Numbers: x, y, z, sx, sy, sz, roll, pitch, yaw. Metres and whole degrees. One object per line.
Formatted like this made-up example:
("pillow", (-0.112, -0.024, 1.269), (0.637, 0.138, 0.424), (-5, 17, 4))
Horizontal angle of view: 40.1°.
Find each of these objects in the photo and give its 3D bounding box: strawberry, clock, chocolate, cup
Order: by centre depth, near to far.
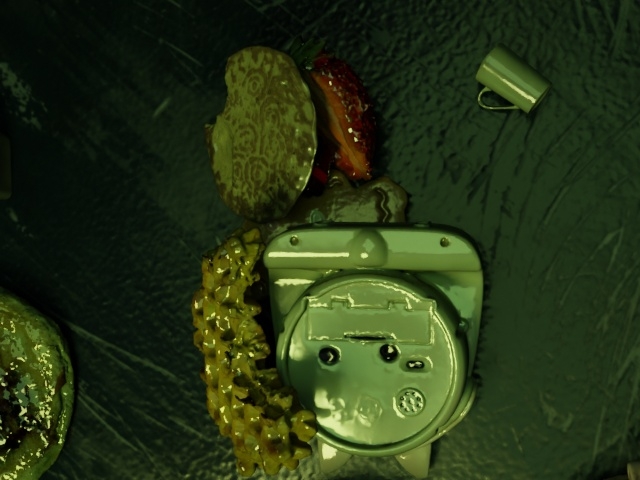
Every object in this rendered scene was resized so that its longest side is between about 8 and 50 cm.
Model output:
("clock", (0.066, 0.137, 1.070), (0.265, 0.108, 0.324), (-1, 95, 9))
("cup", (0.236, -0.194, 1.097), (0.083, 0.054, 0.075), (39, 95, 11))
("strawberry", (0.019, -0.177, 1.119), (0.085, 0.140, 0.192), (-33, 56, -29))
("chocolate", (-0.052, -0.134, 1.145), (0.182, 0.028, 0.086), (44, 131, 25))

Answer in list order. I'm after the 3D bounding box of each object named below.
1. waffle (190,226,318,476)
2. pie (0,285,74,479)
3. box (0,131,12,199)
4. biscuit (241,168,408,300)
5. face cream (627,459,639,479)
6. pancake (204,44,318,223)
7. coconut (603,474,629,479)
("waffle", (-0.100, 0.144, 1.064), (0.069, 0.260, 0.292), (-8, 70, -25))
("pie", (-0.488, 0.217, 1.236), (0.323, 0.070, 0.323), (-1, 87, 12))
("box", (-0.492, -0.109, 1.258), (0.084, 0.069, 0.122), (-4, 85, 15))
("biscuit", (-0.001, 0.000, 1.150), (0.249, 0.035, 0.184), (-8, 84, 13))
("face cream", (0.462, 0.271, 0.903), (0.269, 0.073, 0.107), (-8, 65, 14))
("pancake", (-0.080, -0.133, 1.122), (0.212, 0.029, 0.235), (55, 132, 25))
("coconut", (0.346, 0.343, 1.006), (0.116, 0.116, 0.122), (-26, 81, 11))
